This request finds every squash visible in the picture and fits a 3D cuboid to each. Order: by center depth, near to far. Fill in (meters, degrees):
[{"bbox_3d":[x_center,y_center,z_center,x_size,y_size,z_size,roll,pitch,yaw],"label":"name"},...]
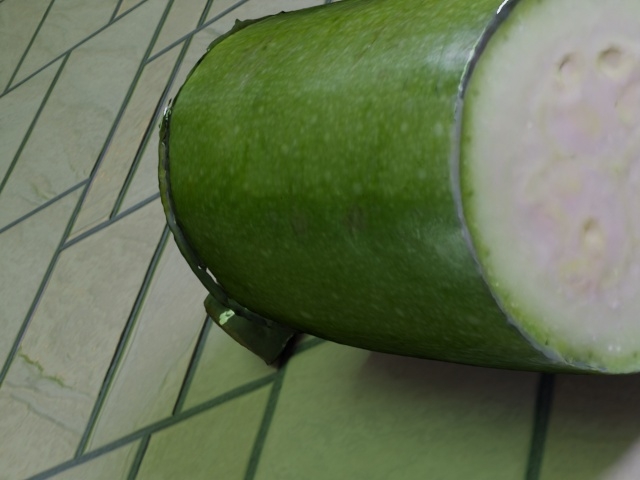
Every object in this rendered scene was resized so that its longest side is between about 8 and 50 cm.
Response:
[{"bbox_3d":[0.083,-0.048,1.120,0.263,0.263,0.384,-56,26,-18],"label":"squash"}]

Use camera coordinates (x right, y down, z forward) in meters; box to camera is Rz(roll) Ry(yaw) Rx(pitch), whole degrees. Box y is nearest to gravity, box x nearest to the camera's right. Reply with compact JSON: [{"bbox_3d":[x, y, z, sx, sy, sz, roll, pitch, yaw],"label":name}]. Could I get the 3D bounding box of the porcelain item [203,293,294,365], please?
[{"bbox_3d":[0.000,0.000,1.389,0.215,0.069,0.081,-48,22,1],"label":"porcelain item"}]
